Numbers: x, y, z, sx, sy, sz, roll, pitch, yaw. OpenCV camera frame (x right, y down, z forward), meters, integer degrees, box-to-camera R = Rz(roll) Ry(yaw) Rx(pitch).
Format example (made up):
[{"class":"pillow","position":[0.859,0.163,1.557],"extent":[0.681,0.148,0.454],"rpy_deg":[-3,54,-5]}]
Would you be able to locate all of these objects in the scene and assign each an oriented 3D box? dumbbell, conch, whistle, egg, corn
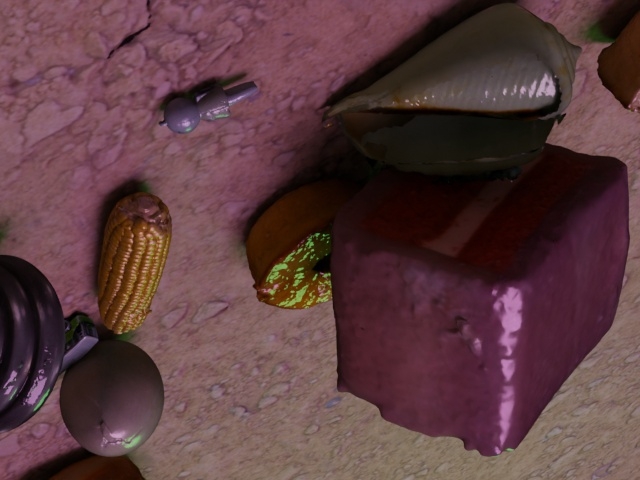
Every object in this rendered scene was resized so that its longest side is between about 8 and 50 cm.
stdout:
[{"class":"dumbbell","position":[-0.399,0.079,1.595],"extent":[0.179,0.179,0.406],"rpy_deg":[-44,149,24]},{"class":"conch","position":[0.147,-0.132,1.774],"extent":[0.251,0.137,0.143],"rpy_deg":[-38,125,5]},{"class":"whistle","position":[-0.106,-0.127,1.675],"extent":[0.100,0.035,0.035],"rpy_deg":[-23,150,-13]},{"class":"egg","position":[-0.227,0.172,1.926],"extent":[0.114,0.152,0.114],"rpy_deg":[-1,119,-3]},{"class":"corn","position":[-0.191,0.023,1.804],"extent":[0.067,0.067,0.206],"rpy_deg":[-15,148,-24]}]

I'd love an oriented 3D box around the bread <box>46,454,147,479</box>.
[{"class":"bread","position":[-0.274,0.378,2.223],"extent":[0.167,0.132,0.294],"rpy_deg":[-25,150,-9]}]

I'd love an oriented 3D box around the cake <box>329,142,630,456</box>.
[{"class":"cake","position":[0.164,0.041,1.842],"extent":[0.309,0.237,0.230],"rpy_deg":[-41,138,-48]}]

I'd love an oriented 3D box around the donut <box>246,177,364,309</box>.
[{"class":"donut","position":[-0.001,0.000,1.932],"extent":[0.174,0.074,0.190],"rpy_deg":[-45,152,24]}]

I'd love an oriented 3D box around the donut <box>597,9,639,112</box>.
[{"class":"donut","position":[0.392,-0.201,1.904],"extent":[0.217,0.141,0.085],"rpy_deg":[-7,134,-35]}]

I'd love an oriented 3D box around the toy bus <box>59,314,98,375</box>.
[{"class":"toy bus","position":[-0.276,0.116,1.904],"extent":[0.083,0.037,0.031],"rpy_deg":[-40,149,17]}]
